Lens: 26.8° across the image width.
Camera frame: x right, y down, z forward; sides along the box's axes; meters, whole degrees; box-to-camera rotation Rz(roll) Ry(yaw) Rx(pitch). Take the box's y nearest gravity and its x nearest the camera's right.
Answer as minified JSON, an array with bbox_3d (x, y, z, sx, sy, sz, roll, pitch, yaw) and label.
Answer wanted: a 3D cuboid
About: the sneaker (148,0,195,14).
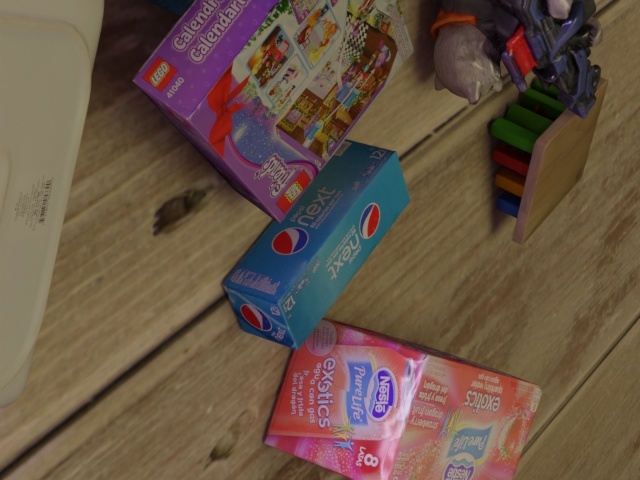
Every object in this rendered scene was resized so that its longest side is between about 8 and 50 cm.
[{"bbox_3d":[-0.111,-0.272,0.971,0.092,0.087,0.228,-46,140,-39],"label":"sneaker"}]

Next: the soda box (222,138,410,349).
[{"bbox_3d":[0.000,0.000,1.272,0.210,0.067,0.071,-51,142,-30],"label":"soda box"}]

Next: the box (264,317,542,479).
[{"bbox_3d":[0.097,0.183,1.419,0.300,0.154,0.142,21,86,-58],"label":"box"}]

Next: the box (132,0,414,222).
[{"bbox_3d":[-0.023,-0.141,1.064,0.201,0.057,0.293,-53,163,-5],"label":"box"}]

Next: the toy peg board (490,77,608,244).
[{"bbox_3d":[0.263,-0.110,1.624,0.161,0.079,0.160,-43,152,-37],"label":"toy peg board"}]

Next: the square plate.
[{"bbox_3d":[-0.246,-0.019,0.836,0.344,0.049,0.347,-12,118,-69],"label":"square plate"}]

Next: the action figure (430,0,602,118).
[{"bbox_3d":[0.227,-0.276,1.434,0.330,0.179,0.341,-56,154,-13],"label":"action figure"}]
